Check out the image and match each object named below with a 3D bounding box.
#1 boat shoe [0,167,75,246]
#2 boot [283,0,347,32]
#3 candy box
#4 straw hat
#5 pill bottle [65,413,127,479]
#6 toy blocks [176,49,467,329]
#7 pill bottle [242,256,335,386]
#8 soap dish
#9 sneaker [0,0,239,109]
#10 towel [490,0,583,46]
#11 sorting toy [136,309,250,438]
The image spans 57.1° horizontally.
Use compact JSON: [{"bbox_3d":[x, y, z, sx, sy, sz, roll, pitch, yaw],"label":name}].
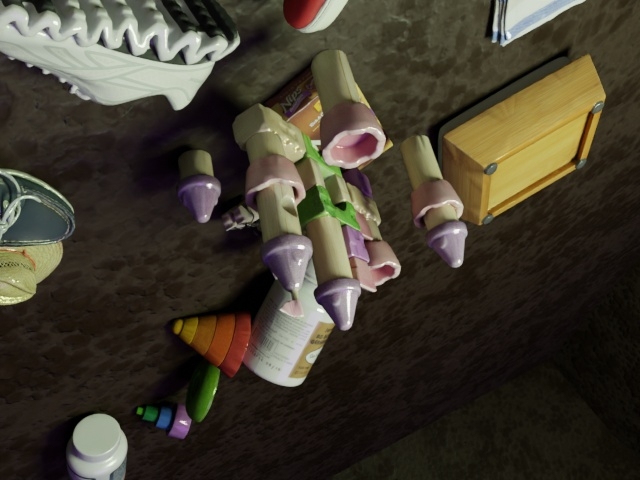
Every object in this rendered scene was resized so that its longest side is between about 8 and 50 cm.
[{"bbox_3d":[-0.349,-0.036,0.579,0.095,0.079,0.255,-59,146,1],"label":"boat shoe"},{"bbox_3d":[-0.033,-0.310,0.512,0.176,0.088,0.244,-8,132,-36],"label":"boot"},{"bbox_3d":[0.017,-0.156,0.800,0.109,0.053,0.187,-38,147,7],"label":"candy box"},{"bbox_3d":[-0.372,0.043,0.694,0.145,0.061,0.144,-25,147,-17],"label":"straw hat"},{"bbox_3d":[-0.419,0.404,1.103,0.108,0.108,0.180,-13,143,-32],"label":"pill bottle"},{"bbox_3d":[0.000,0.000,0.719,0.309,0.259,0.289,-27,151,25],"label":"toy blocks"},{"bbox_3d":[-0.037,0.127,1.029,0.131,0.131,0.229,14,107,-52],"label":"pill bottle"},{"bbox_3d":[0.351,-0.166,1.039,0.291,0.118,0.229,-30,149,-6],"label":"soap dish"},{"bbox_3d":[-0.214,-0.175,0.513,0.292,0.110,0.118,-1,144,-42],"label":"sneaker"},{"bbox_3d":[0.320,-0.408,0.760,0.209,0.034,0.285,-30,149,-8],"label":"towel"},{"bbox_3d":[-0.253,0.246,1.082,0.126,0.127,0.365,21,127,-20],"label":"sorting toy"}]
